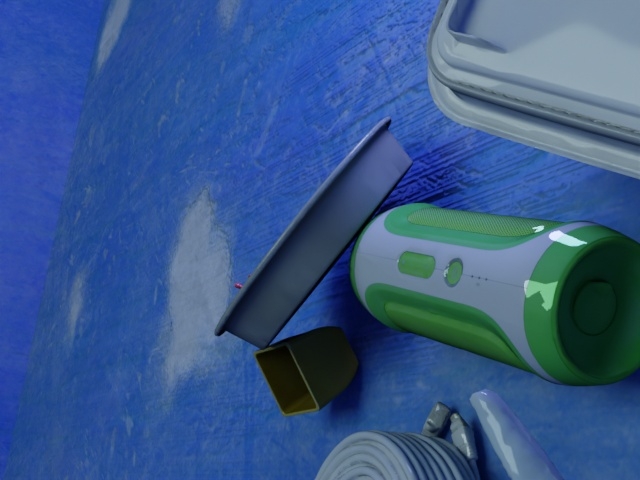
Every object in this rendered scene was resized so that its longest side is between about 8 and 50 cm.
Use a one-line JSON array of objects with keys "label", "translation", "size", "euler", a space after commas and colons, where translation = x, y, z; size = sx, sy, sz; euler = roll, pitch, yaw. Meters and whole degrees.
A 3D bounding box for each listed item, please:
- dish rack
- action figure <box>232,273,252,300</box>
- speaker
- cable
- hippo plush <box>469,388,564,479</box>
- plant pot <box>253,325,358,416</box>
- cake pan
[{"label": "dish rack", "translation": [0.221, -0.216, 0.661], "size": [0.285, 0.072, 0.333], "euler": [23, 90, 37]}, {"label": "action figure", "translation": [-0.088, 0.065, 1.370], "size": [0.115, 0.030, 0.038], "euler": [-20, 53, 55]}, {"label": "speaker", "translation": [0.140, 0.036, 0.840], "size": [0.296, 0.131, 0.131], "euler": [12, 86, 63]}, {"label": "cable", "translation": [0.056, 0.296, 0.883], "size": [0.257, 0.089, 0.257], "euler": [-59, 27, 30]}, {"label": "hippo plush", "translation": [0.189, 0.261, 0.489], "size": [0.234, 0.294, 0.237], "euler": [-86, 12, -71]}, {"label": "plant pot", "translation": [-0.008, 0.136, 1.105], "size": [0.081, 0.083, 0.081], "euler": [-25, 91, 55]}, {"label": "cake pan", "translation": [0.000, 0.000, 1.058], "size": [0.293, 0.054, 0.293], "euler": [-52, -2, -3]}]
